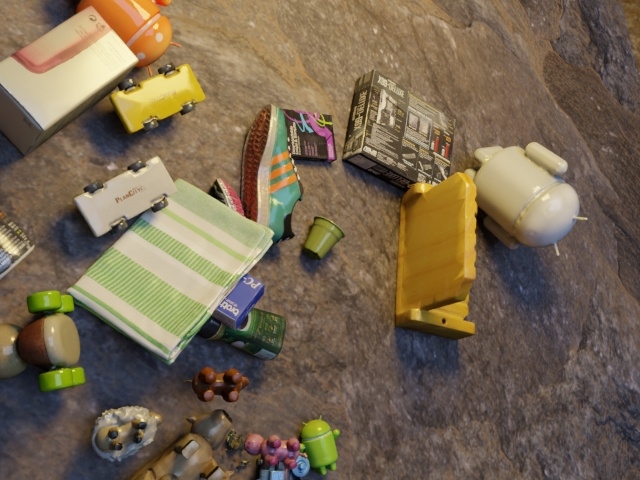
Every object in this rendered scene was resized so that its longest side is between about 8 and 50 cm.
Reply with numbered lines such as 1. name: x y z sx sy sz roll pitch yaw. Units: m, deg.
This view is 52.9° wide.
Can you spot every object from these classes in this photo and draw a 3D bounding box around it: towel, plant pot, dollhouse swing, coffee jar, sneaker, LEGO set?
1. towel: -0.271 0.042 1.198 0.248 0.038 0.325 30 58 12
2. plant pot: 0.000 0.000 1.465 0.083 0.083 0.079 41 71 -22
3. dollhouse swing: 0.351 0.039 1.567 0.315 0.305 0.347 17 69 -32
4. coffee jar: -0.164 0.171 1.295 0.184 0.079 0.096 27 56 -29
5. sneaker: -0.099 -0.142 1.407 0.121 0.108 0.302 11 81 -35
6. LEGO set: -0.168 0.412 1.278 0.054 0.023 0.083 0 93 -34
7. sneaker: -0.199 -0.049 1.331 0.170 0.074 0.063 66 11 19

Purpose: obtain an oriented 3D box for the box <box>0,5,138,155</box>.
1. box: -0.465 -0.282 1.137 0.127 0.148 0.232 50 55 -16

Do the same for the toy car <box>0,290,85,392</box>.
1. toy car: -0.500 0.178 1.045 0.188 0.149 0.155 -11 81 -9

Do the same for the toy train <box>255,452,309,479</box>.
1. toy train: -0.082 0.500 1.284 0.105 0.080 0.184 11 73 -28

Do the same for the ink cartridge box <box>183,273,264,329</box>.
1. ink cartridge box: -0.220 0.076 1.233 0.207 0.046 0.097 30 58 11

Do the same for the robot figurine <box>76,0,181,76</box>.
1. robot figurine: -0.379 -0.432 1.247 0.219 0.128 0.158 46 50 -19

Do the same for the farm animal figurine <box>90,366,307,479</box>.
1. farm animal figurine: -0.207 0.401 1.166 0.326 0.172 0.330 -23 93 -23

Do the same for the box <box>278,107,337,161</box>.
1. box: -0.037 -0.247 1.519 0.162 0.029 0.116 -2 80 -35

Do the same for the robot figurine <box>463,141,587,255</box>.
1. robot figurine: 0.555 -0.120 1.757 0.199 0.300 0.353 -15 50 -35

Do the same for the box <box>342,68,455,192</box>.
1. box: 0.213 -0.266 1.677 0.307 0.076 0.242 22 67 -31

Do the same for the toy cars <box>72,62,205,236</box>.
1. toy cars: -0.352 -0.177 1.240 0.176 0.087 0.394 24 70 -32

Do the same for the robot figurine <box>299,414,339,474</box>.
1. robot figurine: -0.003 0.433 1.362 0.101 0.067 0.115 -15 88 -26

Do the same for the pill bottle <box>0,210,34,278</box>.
1. pill bottle: -0.585 -0.035 1.004 0.246 0.130 0.130 49 56 -17
